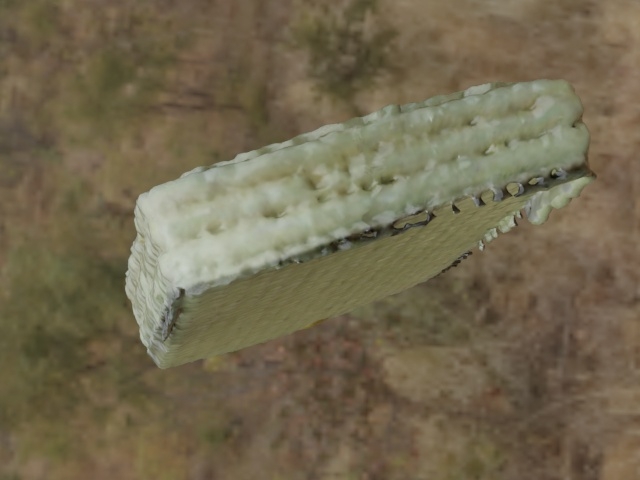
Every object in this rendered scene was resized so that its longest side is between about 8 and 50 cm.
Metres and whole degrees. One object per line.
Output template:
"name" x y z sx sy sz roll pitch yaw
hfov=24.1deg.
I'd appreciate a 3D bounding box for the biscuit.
"biscuit" 0.000 0.000 0.583 0.252 0.150 0.052 125 127 -77
